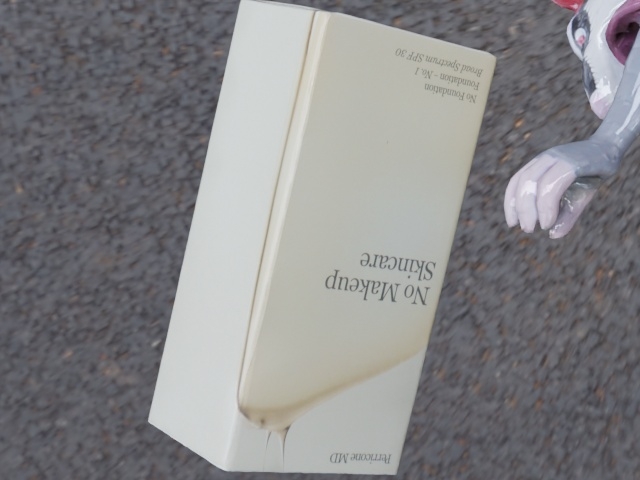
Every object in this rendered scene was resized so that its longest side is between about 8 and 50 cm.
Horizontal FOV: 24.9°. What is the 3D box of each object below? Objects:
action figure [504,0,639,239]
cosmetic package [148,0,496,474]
[{"bbox_3d":[0.236,-0.105,0.572,0.370,0.248,0.276,17,97,44],"label":"action figure"},{"bbox_3d":[0.000,0.000,1.015,0.113,0.160,0.309,20,100,52],"label":"cosmetic package"}]
